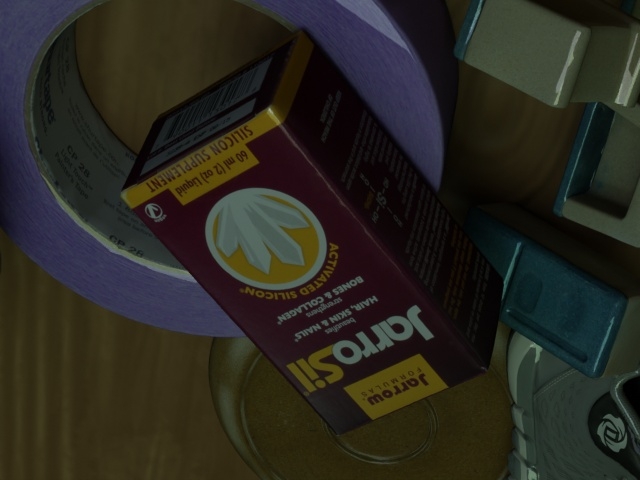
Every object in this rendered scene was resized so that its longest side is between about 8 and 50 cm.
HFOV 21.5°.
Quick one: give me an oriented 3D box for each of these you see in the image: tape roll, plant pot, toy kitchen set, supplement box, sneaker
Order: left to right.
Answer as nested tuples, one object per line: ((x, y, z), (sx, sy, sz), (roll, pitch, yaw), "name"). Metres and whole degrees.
((-0.063, -0.079, 0.948), (0.274, 0.090, 0.275), (5, 125, 8), "tape roll")
((0.000, 0.000, 0.884), (0.104, 0.081, 0.188), (-28, 115, 29), "supplement box")
((0.039, 0.109, 1.096), (0.236, 0.032, 0.236), (6, 126, 8), "plant pot")
((0.108, -0.038, 0.895), (0.122, 0.166, 0.207), (33, 117, 38), "toy kitchen set")
((0.181, 0.150, 1.027), (0.132, 0.086, 0.229), (29, 141, 46), "sneaker")
